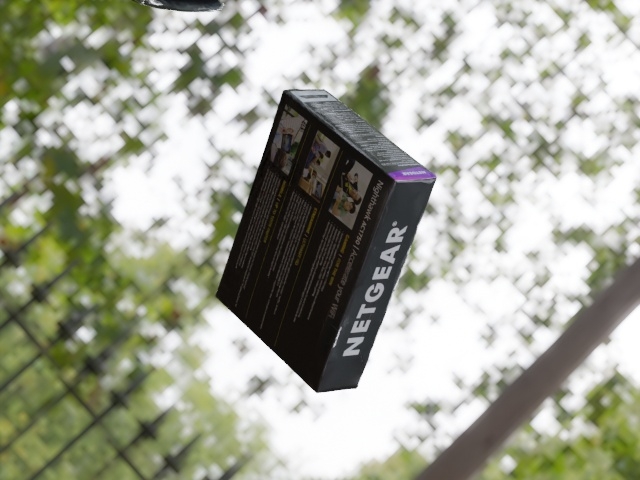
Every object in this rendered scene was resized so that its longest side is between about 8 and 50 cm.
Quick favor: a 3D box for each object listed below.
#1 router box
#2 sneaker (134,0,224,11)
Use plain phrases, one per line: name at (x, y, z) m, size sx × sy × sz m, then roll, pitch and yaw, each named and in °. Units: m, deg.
router box at (0.000, 0.000, 1.354) m, size 0.133 × 0.046 × 0.179 m, roll 42°, pitch -57°, yaw 39°
sneaker at (-0.074, -0.175, 0.815) m, size 0.202 × 0.185 × 0.483 m, roll 24°, pitch 13°, yaw -12°
